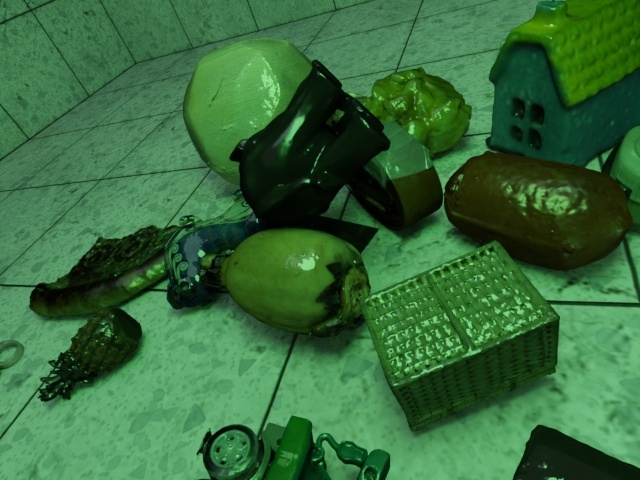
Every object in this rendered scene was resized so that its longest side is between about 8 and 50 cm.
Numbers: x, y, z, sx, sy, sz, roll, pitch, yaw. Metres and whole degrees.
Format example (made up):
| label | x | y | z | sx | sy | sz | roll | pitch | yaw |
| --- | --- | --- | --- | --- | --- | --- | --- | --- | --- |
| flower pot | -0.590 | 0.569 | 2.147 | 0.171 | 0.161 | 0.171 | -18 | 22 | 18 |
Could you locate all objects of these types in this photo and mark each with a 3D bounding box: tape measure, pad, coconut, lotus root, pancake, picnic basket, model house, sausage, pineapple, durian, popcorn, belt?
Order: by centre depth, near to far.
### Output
| label | x | y | z | sx | sy | sz | roll | pitch | yaw |
| --- | --- | --- | --- | --- | --- | --- | --- | --- | --- |
| picnic basket | 0.170 | 0.128 | 0.531 | 0.196 | 0.154 | 0.134 | -25 | 44 | 3 |
| tape measure | 0.559 | -0.107 | 0.657 | 0.207 | 0.115 | 0.235 | 18 | 50 | 33 |
| sausage | 0.326 | -0.050 | 0.662 | 0.268 | 0.153 | 0.141 | 26 | 80 | 43 |
| lotus root | -0.069 | 0.063 | 0.698 | 0.309 | 0.183 | 0.183 | 3 | 45 | 29 |
| pineapple | -0.425 | 0.215 | 0.769 | 0.197 | 0.108 | 0.108 | -45 | 42 | -6 |
| model house | 0.466 | -0.309 | 0.795 | 0.237 | 0.303 | 0.215 | -30 | 46 | -11 |
| belt | 0.123 | -0.134 | 0.833 | 0.105 | 0.184 | 0.261 | -29 | 39 | -10 |
| pad | 0.000 | 0.000 | 0.880 | 0.211 | 0.003 | 0.143 | 14 | 51 | 37 |
| popcorn | 0.214 | -0.274 | 0.962 | 0.233 | 0.192 | 0.266 | 29 | 52 | 10 |
| pancake | -0.475 | 0.048 | 1.003 | 0.426 | 0.067 | 0.305 | -13 | 38 | 15 |
| coconut | -0.133 | -0.310 | 1.042 | 0.360 | 0.346 | 0.346 | -2 | 43 | 26 |
| durian | 0.090 | -0.348 | 1.177 | 0.188 | 0.091 | 0.148 | -36 | 53 | -22 |

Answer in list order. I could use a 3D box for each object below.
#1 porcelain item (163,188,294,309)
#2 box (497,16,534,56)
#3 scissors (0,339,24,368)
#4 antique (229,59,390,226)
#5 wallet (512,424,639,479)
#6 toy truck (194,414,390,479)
| label | x | y | z | sx | sy | sz | roll | pitch | yaw |
| --- | --- | --- | --- | --- | --- | --- | --- | --- | --- |
| porcelain item | -0.187 | 0.018 | 0.845 | 0.287 | 0.138 | 0.186 | -20 | 45 | 8 |
| box | 0.601 | -0.424 | 0.977 | 0.173 | 0.145 | 0.332 | -39 | 41 | -23 |
| scissors | -0.759 | 0.253 | 0.927 | 0.242 | 0.031 | 0.118 | 9 | 48 | 28 |
| antique | -0.033 | -0.153 | 0.722 | 0.255 | 0.185 | 0.322 | -47 | 18 | 23 |
| wallet | 0.319 | 0.295 | 0.355 | 0.309 | 0.042 | 0.165 | 18 | 52 | 39 |
| toy truck | -0.065 | 0.329 | 0.372 | 0.177 | 0.177 | 0.363 | 8 | 36 | 20 |
